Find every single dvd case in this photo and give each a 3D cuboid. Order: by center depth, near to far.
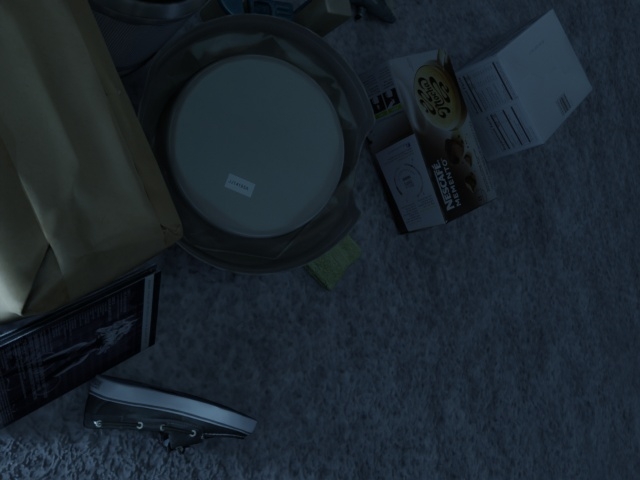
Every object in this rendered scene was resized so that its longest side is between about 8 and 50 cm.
[{"bbox_3d":[-0.286,0.124,0.702,0.221,0.164,0.018,-28,62,-36],"label":"dvd case"}]

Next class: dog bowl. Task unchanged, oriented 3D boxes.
[{"bbox_3d":[-0.094,-0.128,0.860,0.349,0.102,0.348,0,91,-21],"label":"dog bowl"}]

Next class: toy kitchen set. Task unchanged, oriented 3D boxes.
[{"bbox_3d":[-0.078,-0.416,0.960,0.207,0.122,0.165,-8,87,-37],"label":"toy kitchen set"}]

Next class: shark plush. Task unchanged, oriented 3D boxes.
[{"bbox_3d":[0.082,-0.440,1.128,0.161,0.073,0.067,-15,121,-42],"label":"shark plush"}]

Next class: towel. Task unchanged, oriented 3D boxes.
[{"bbox_3d":[0.000,0.000,1.004,0.148,0.027,0.110,53,57,-17],"label":"towel"}]

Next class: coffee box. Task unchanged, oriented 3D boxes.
[{"bbox_3d":[0.187,-0.180,1.115,0.168,0.119,0.297,-23,95,-38],"label":"coffee box"}]

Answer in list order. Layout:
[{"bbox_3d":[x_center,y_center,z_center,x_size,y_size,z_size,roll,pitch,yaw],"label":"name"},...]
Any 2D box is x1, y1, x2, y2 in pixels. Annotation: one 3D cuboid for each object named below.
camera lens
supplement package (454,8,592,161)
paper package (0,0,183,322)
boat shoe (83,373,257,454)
[{"bbox_3d":[-0.258,-0.320,0.716,0.220,0.274,0.219,8,77,-36],"label":"camera lens"},{"bbox_3d":[0.425,-0.329,1.300,0.262,0.145,0.204,-41,106,-33],"label":"supplement package"},{"bbox_3d":[-0.314,-0.080,0.601,0.168,0.325,0.309,-26,97,-37],"label":"paper package"},{"bbox_3d":[-0.193,0.237,0.791,0.229,0.080,0.076,24,77,-31],"label":"boat shoe"}]
